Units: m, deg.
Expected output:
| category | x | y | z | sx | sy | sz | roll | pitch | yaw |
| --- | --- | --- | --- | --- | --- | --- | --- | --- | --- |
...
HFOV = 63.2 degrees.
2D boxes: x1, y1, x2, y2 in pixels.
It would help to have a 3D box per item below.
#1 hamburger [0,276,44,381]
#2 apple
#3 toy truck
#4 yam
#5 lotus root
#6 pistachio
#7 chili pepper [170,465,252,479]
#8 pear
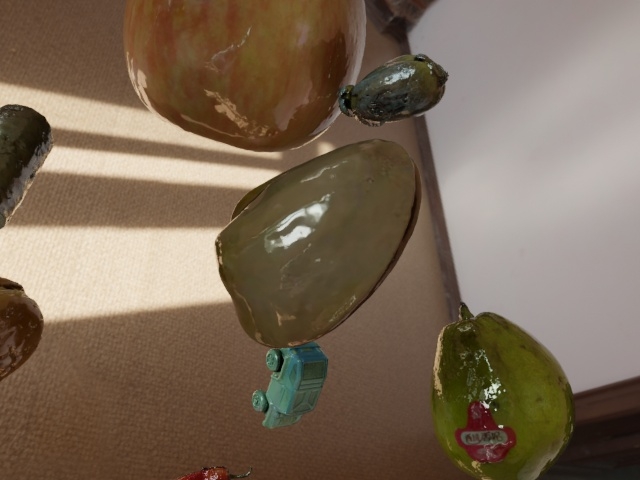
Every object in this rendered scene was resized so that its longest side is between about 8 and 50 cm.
| category | x | y | z | sx | sy | sz | roll | pitch | yaw |
| --- | --- | --- | --- | --- | --- | --- | --- | --- | --- |
| hamburger | -0.762 | 0.225 | 1.144 | 0.158 | 0.319 | 0.318 | 33 | 33 | 20 |
| apple | -0.114 | -0.328 | 0.822 | 0.390 | 0.347 | 0.391 | 13 | 26 | -6 |
| toy truck | -0.088 | 0.435 | 1.566 | 0.154 | 0.279 | 0.156 | 5 | 21 | -39 |
| yam | -0.359 | -0.082 | 0.583 | 0.078 | 0.078 | 0.179 | 29 | 34 | -30 |
| lotus root | 0.094 | -0.197 | 0.702 | 0.088 | 0.165 | 0.088 | 20 | 66 | -57 |
| pistachio | 0.000 | 0.000 | 0.583 | 0.162 | 0.260 | 0.213 | 22 | 44 | -52 |
| chili pepper | -0.282 | 0.546 | 1.159 | 0.050 | 0.267 | 0.059 | -118 | -159 | -68 |
| pear | 0.356 | 0.304 | 1.070 | 0.287 | 0.287 | 0.376 | -2 | 70 | -47 |
